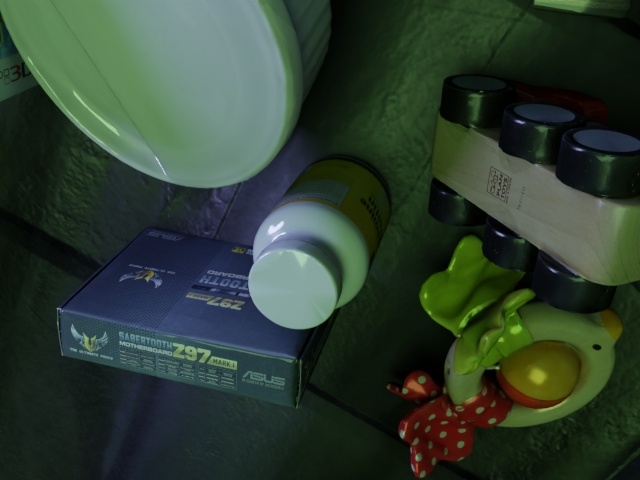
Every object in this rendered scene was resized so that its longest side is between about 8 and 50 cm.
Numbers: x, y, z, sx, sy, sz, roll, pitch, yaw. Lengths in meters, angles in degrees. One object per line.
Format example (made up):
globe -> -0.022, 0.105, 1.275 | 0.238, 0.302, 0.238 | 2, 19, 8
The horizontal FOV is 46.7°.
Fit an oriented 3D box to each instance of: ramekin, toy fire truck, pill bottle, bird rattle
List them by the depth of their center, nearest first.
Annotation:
toy fire truck -> 0.238, -0.076, 0.581 | 0.246, 0.217, 0.158 | -9, 119, -23
ramekin -> -0.116, -0.184, 0.599 | 0.273, 0.127, 0.273 | 19, 140, 17
pill bottle -> 0.000, 0.000, 0.665 | 0.103, 0.184, 0.103 | 7, 118, 13
bird rattle -> 0.181, 0.134, 0.722 | 0.207, 0.143, 0.253 | 3, 121, -4

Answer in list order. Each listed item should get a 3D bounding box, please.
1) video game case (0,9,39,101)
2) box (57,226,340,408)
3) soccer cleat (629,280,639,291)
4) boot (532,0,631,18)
video game case -> -0.291, -0.244, 0.589 | 0.061, 0.244, 0.269 | 9, 118, 10
box -> -0.106, 0.065, 0.728 | 0.233, 0.183, 0.059 | 10, 118, 11
soccer cleat -> 0.322, 0.044, 0.676 | 0.072, 0.060, 0.179 | -12, 106, 31
boot -> 0.146, -0.296, 0.545 | 0.263, 0.091, 0.229 | 10, 113, 6
